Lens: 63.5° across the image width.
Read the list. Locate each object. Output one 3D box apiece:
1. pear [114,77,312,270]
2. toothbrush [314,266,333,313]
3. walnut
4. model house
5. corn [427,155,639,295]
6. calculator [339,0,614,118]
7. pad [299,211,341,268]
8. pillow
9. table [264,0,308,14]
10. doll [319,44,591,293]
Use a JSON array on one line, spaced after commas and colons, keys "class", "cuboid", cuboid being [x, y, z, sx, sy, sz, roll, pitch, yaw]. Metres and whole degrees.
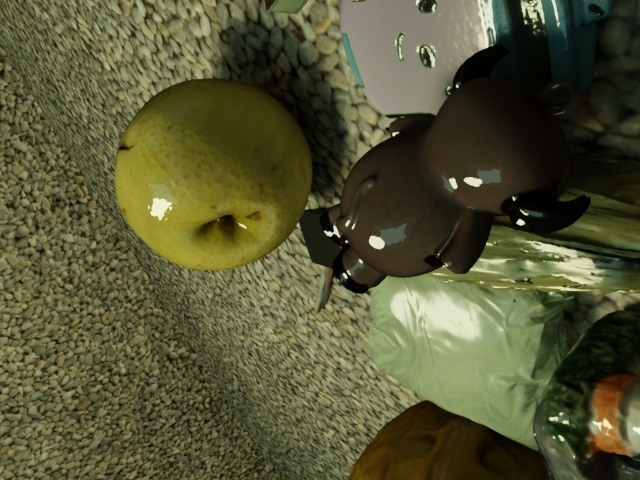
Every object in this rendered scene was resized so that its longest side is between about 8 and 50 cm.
[{"class": "pear", "cuboid": [-0.163, -0.108, 0.810, 0.309, 0.309, 0.309, 37, 149, 27]}, {"class": "toothbrush", "cuboid": [0.015, 0.060, 1.017, 0.037, 0.028, 0.375, 47, 152, 22]}, {"class": "walnut", "cuboid": [0.212, 0.405, 0.759, 0.354, 0.398, 0.308, 17, 115, 27]}, {"class": "model house", "cuboid": [0.393, 0.215, 0.454, 0.301, 0.190, 0.271, -7, 115, 58]}, {"class": "corn", "cuboid": [0.199, -0.012, 0.525, 0.305, 0.123, 0.122, 3, 111, 43]}, {"class": "calculator", "cuboid": [0.131, -0.200, 0.505, 0.293, 0.051, 0.173, 13, 133, 50]}, {"class": "pad", "cuboid": [0.000, 0.000, 0.949, 0.157, 0.003, 0.112, 14, 125, 64]}, {"class": "pillow", "cuboid": [0.187, 0.111, 0.703, 0.310, 0.138, 0.283, 20, 128, 39]}, {"class": "table", "cuboid": [-0.026, -0.330, 0.473, 0.240, 0.111, 0.122, -19, 82, 59]}, {"class": "doll", "cuboid": [0.110, -0.047, 0.460, 0.257, 0.117, 0.182, -34, 57, 29]}]
